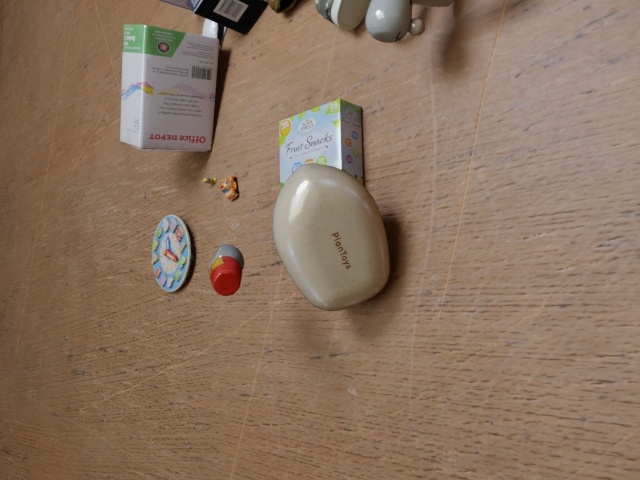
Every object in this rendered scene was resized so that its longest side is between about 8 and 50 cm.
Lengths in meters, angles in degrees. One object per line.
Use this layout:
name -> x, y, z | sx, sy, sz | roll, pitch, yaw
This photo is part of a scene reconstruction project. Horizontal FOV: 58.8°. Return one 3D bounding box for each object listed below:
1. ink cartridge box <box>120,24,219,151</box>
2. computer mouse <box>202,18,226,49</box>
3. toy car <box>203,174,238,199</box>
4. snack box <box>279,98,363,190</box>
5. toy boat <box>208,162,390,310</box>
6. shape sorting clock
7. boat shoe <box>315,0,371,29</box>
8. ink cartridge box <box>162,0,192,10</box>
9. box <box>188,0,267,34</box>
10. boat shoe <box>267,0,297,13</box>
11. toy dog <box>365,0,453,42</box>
ink cartridge box -> -0.368, -0.364, 1.383 | 0.117, 0.201, 0.278 | 21, 109, 42
computer mouse -> -0.287, -0.513, 1.459 | 0.106, 0.042, 0.193 | 28, 105, 43
toy car -> -0.249, -0.128, 1.382 | 0.122, 0.041, 0.060 | 0, 86, 44
snack box -> -0.002, -0.152, 1.121 | 0.174, 0.070, 0.207 | -10, 78, 43
toy boat -> -0.046, 0.009, 0.993 | 0.148, 0.318, 0.267 | -123, 15, -72
shape sorting clock -> -0.403, 0.034, 1.517 | 0.206, 0.040, 0.206 | -6, 81, 44
boat shoe -> 0.077, -0.557, 1.059 | 0.091, 0.109, 0.305 | 42, 118, 34
ink cartridge box -> -0.348, -0.700, 1.429 | 0.045, 0.206, 0.208 | 31, 110, 15
box -> -0.240, -0.615, 1.346 | 0.108, 0.153, 0.207 | -43, 59, 33
boat shoe -> -0.020, -0.581, 1.159 | 0.307, 0.111, 0.104 | -22, 83, 57
toy dog -> 0.203, -0.463, 0.898 | 0.161, 0.220, 0.333 | 23, 111, 4
